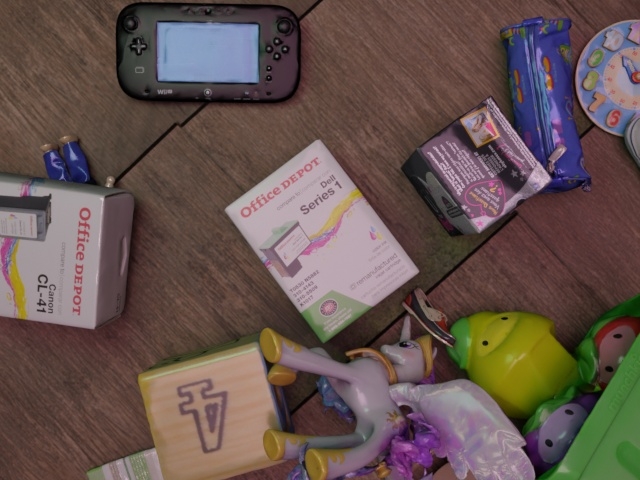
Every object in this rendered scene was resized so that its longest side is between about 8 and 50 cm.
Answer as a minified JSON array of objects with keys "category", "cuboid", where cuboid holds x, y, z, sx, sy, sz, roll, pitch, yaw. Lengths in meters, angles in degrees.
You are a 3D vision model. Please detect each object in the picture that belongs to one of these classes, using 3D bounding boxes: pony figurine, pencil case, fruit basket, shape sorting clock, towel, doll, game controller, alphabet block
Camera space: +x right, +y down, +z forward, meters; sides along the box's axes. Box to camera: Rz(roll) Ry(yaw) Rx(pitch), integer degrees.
[{"category":"pony figurine","cuboid":[0.099,0.272,1.099,0.363,0.303,0.351,1,53,-38]},{"category":"pencil case","cuboid":[0.379,-0.225,1.236,0.119,0.133,0.306,-7,88,17]},{"category":"fruit basket","cuboid":[0.379,0.217,1.140,0.392,0.283,0.392,2,70,-5]},{"category":"shape sorting clock","cuboid":[0.551,-0.284,1.282,0.206,0.040,0.206,0,89,0]},{"category":"towel","cuboid":[-0.320,0.430,1.278,0.152,0.023,0.113,-18,87,2]},{"category":"doll","cuboid":[-0.417,-0.086,1.271,0.129,0.046,0.189,-22,89,0]},{"category":"game controller","cuboid":[-0.193,-0.324,1.267,0.319,0.067,0.166,1,89,0]},{"category":"alphabet block","cuboid":[-0.162,0.271,1.196,0.197,0.192,0.193,-15,87,0]}]

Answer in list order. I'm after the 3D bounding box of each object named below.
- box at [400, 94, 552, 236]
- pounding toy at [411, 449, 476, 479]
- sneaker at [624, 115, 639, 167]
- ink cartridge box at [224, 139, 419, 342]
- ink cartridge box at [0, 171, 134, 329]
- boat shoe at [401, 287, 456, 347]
[{"category":"box","cuboid":[0.238,-0.106,1.174,0.142,0.247,0.163,-36,89,1]},{"category":"pounding toy","cuboid":[0.256,0.444,1.252,0.237,0.110,0.183,43,97,27]},{"category":"sneaker","cuboid":[0.614,-0.101,1.245,0.094,0.091,0.258,-41,99,1]},{"category":"ink cartridge box","cuboid":[0.000,0.000,1.236,0.201,0.117,0.278,-37,89,-1]},{"category":"ink cartridge box","cuboid":[-0.483,0.009,1.202,0.306,0.131,0.226,7,98,6]},{"category":"boat shoe","cuboid":[0.189,0.130,1.237,0.043,0.137,0.049,-46,130,3]}]
